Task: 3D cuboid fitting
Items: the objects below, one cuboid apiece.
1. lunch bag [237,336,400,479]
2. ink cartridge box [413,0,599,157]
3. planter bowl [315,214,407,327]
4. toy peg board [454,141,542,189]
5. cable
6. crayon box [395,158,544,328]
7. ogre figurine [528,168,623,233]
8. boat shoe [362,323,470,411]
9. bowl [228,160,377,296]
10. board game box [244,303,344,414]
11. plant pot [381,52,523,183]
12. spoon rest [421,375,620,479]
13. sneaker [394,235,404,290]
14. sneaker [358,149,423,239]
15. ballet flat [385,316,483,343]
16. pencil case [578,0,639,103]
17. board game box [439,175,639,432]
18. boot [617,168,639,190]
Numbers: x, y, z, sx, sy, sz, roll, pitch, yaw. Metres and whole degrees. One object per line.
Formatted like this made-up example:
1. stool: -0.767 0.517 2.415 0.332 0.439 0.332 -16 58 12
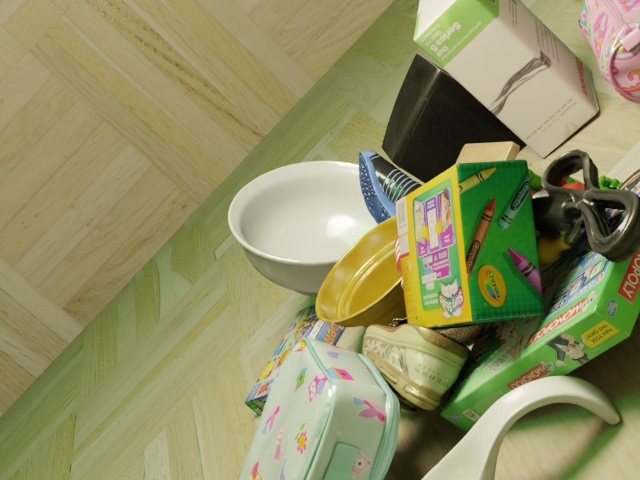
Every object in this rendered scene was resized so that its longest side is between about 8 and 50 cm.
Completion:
1. lunch bag: -0.009 0.270 1.363 0.224 0.108 0.279 -136 64 -69
2. ink cartridge box: 0.278 -0.280 1.775 0.115 0.273 0.198 -42 16 26
3. planter bowl: 0.102 0.064 1.718 0.217 0.090 0.217 -38 21 17
4. toy peg board: 0.241 -0.053 1.720 0.160 0.079 0.161 -65 17 -5
5. cable: 0.280 -0.028 1.204 0.139 0.072 0.287 -55 15 -9
6. crayon box: 0.160 0.014 1.335 0.278 0.081 0.165 148 118 -78
7. ogre figurine: 0.266 -0.028 1.439 0.097 0.197 0.118 115 166 -54
8. boat shoe: 0.098 0.159 1.443 0.285 0.104 0.089 128 165 -78
9. bowl: 0.000 0.000 1.973 0.298 0.134 0.298 -2 35 2
10. board game box: -0.031 0.181 1.901 0.136 0.035 0.201 -27 25 51
11. plant pot: 0.203 -0.173 1.913 0.167 0.187 0.188 -57 14 10
12. spoon rest: 0.164 0.231 1.181 0.276 0.084 0.137 -43 16 11
13. sneaker: 0.195 -0.020 1.564 0.221 0.087 0.128 -22 44 4
14. sneaker: 0.128 -0.067 1.882 0.090 0.081 0.232 -9 43 -13
15. ballet flat: 0.162 0.100 1.548 0.250 0.058 0.084 -32 21 43
16. pencil case: 0.436 -0.288 1.664 0.124 0.124 0.284 -41 18 20
17. board game box: 0.256 0.069 1.271 0.213 0.046 0.317 -58 6 -33
18. boot: 0.375 -0.017 1.259 0.198 0.077 0.137 -27 31 54
